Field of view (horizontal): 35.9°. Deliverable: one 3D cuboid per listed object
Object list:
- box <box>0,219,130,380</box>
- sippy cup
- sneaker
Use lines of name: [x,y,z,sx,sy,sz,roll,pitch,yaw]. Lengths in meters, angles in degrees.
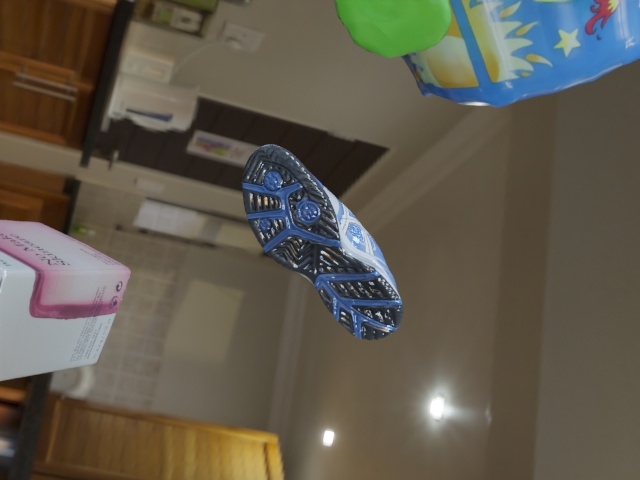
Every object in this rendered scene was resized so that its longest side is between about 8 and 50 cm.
box: [-0.339,0.058,1.061,0.126,0.149,0.232,-67,162,7]
sippy cup: [0.106,-0.210,0.587,0.240,0.306,0.224,34,-31,61]
sneaker: [0.000,0.000,0.937,0.080,0.211,0.081,-33,-170,14]
